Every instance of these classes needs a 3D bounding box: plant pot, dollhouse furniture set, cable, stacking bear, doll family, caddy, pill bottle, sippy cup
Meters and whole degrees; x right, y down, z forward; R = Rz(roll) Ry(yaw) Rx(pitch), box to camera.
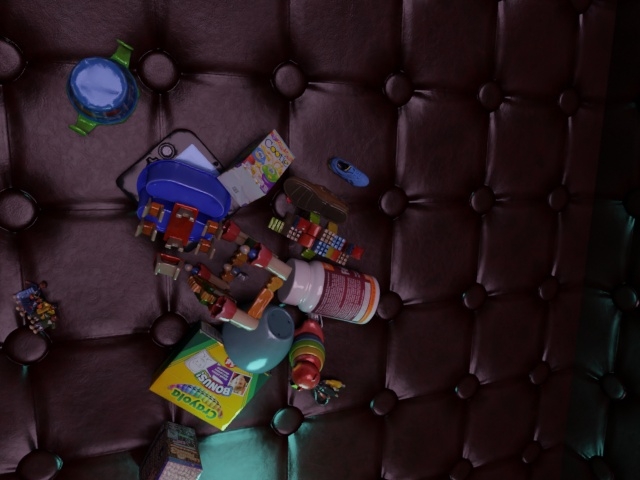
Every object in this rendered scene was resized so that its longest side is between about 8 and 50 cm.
[{"bbox_3d":[-0.215,0.361,1.883,0.290,0.195,0.290,26,48,-33],"label":"plant pot"},{"bbox_3d":[-0.504,-0.008,1.658,0.262,0.135,0.259,18,111,-20],"label":"dollhouse furniture set"},{"bbox_3d":[-0.016,0.651,2.148,0.139,0.072,0.287,-43,120,7],"label":"cable"},{"bbox_3d":[-0.059,0.495,1.971,0.175,0.289,0.164,-32,113,15],"label":"stacking bear"},{"bbox_3d":[-1.009,0.233,1.701,0.111,0.076,0.193,-31,106,-8],"label":"doll family"},{"bbox_3d":[-0.496,-0.150,1.720,0.342,0.179,0.241,20,120,-21],"label":"caddy"},{"bbox_3d":[0.032,0.211,2.013,0.392,0.224,0.223,16,94,-23],"label":"pill bottle"},{"bbox_3d":[-0.732,-0.510,1.585,0.240,0.224,0.305,-9,103,-20],"label":"sippy cup"}]

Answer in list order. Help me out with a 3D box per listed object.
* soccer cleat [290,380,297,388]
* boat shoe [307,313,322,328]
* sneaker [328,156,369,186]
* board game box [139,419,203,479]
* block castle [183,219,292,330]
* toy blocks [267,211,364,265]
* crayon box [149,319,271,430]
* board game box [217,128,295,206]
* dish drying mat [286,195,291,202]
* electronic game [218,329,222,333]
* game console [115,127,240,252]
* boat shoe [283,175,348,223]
[{"bbox_3d":[-0.074,0.585,2.127,0.072,0.060,0.178,25,94,-40],"label":"soccer cleat"},{"bbox_3d":[-0.018,0.375,2.110,0.066,0.063,0.184,-4,101,-20],"label":"boat shoe"},{"bbox_3d":[0.132,-0.288,2.035,0.209,0.082,0.069,28,87,-25],"label":"sneaker"},{"bbox_3d":[-0.596,0.900,1.865,0.141,0.291,0.232,28,89,-23],"label":"board game box"},{"bbox_3d":[-0.327,0.110,1.739,0.213,0.453,0.303,35,88,-30],"label":"block castle"},{"bbox_3d":[0.000,0.000,1.940,0.382,0.261,0.190,27,90,-23],"label":"toy blocks"},{"bbox_3d":[-0.439,0.548,1.917,0.363,0.106,0.313,39,93,-20],"label":"crayon box"},{"bbox_3d":[-0.235,-0.277,1.785,0.144,0.142,0.275,52,39,-21],"label":"board game box"},{"bbox_3d":[-0.103,-0.185,2.003,0.083,0.008,0.032,-18,107,-17],"label":"dish drying mat"},{"bbox_3d":[-0.396,0.485,1.995,0.229,0.048,0.229,-4,102,-21],"label":"electronic game"},{"bbox_3d":[-0.517,-0.193,1.816,0.342,0.060,0.386,-43,111,-9],"label":"game console"},{"bbox_3d":[-0.019,-0.180,1.990,0.307,0.104,0.111,33,127,-19],"label":"boat shoe"}]
